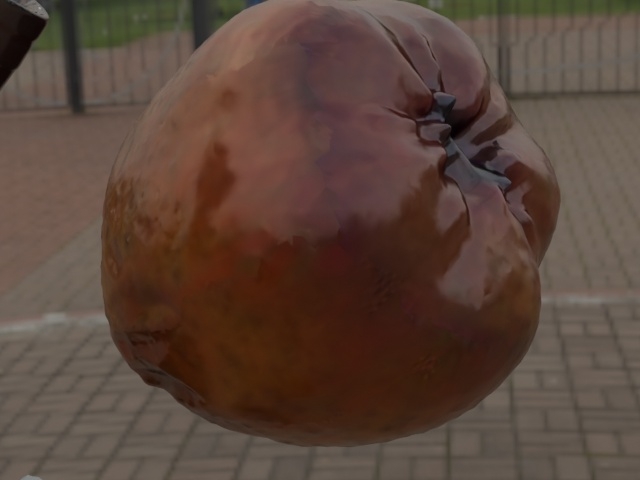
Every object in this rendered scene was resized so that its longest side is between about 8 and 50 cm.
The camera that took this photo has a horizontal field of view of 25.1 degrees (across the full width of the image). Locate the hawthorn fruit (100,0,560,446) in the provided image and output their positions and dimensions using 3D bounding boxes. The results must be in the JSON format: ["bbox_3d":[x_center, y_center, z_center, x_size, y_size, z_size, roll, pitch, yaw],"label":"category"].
[{"bbox_3d":[0.000,0.000,1.426,0.471,0.472,0.472,-2,12,0],"label":"hawthorn fruit"}]

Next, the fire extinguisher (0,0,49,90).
[{"bbox_3d":[-0.378,-0.090,1.238,0.102,0.344,0.138,29,13,-48],"label":"fire extinguisher"}]

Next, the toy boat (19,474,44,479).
[{"bbox_3d":[-0.240,0.232,0.904,0.129,0.142,0.309,-34,8,22],"label":"toy boat"}]
